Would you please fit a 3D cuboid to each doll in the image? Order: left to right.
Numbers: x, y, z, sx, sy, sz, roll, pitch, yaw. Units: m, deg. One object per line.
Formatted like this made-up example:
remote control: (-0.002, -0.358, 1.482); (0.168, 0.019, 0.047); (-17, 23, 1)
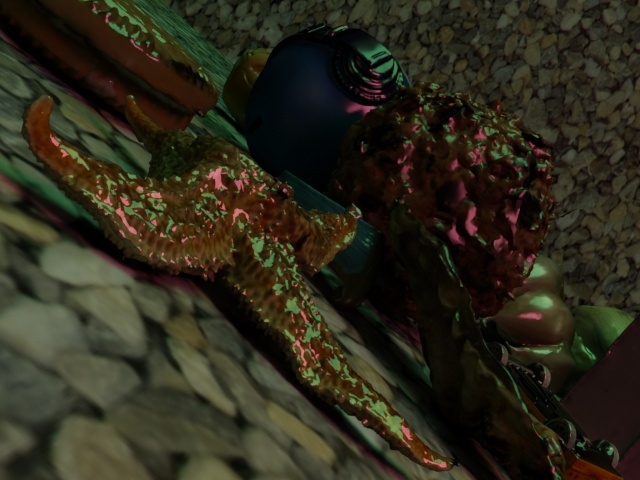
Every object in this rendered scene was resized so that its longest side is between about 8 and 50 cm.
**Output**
doll: (0.040, -0.132, 1.131); (0.310, 0.240, 0.284); (55, -32, 4)

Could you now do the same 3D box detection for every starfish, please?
starfish: (-0.038, -0.010, 0.587); (0.301, 0.084, 0.293); (35, 10, -12)

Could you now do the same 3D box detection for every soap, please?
soap: (0.407, 0.177, 0.920); (0.285, 0.296, 0.107); (37, 9, -41)

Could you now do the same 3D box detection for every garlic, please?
garlic: (0.302, 0.131, 1.365); (0.292, 0.210, 0.237); (41, 41, -36)

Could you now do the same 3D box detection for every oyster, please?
oyster: (0.115, 0.084, 0.698); (0.345, 0.078, 0.129); (-111, 179, -47)

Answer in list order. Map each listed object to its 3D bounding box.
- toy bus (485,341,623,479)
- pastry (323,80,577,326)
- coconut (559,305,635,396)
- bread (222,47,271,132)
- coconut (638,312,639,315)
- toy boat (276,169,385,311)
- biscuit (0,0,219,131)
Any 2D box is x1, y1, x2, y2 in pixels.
toy bus: (0.180, 0.158, 0.736); (0.069, 0.074, 0.162); (28, 15, -30)
pastry: (0.131, -0.040, 0.955); (0.275, 0.275, 0.193); (43, 4, 13)
coconut: (0.514, 0.216, 1.588); (0.224, 0.224, 0.224); (40, 8, -7)
bread: (-0.051, -0.205, 1.398); (0.236, 0.140, 0.106); (37, 12, -12)
coconut: (0.592, 0.249, 1.229); (0.344, 0.415, 0.415); (13, 16, -16)
toy boat: (0.000, 0.000, 0.817); (0.075, 0.077, 0.185); (33, 2, -40)
biscuit: (-0.203, -0.192, 0.806); (0.259, 0.079, 0.259); (40, 7, -6)
